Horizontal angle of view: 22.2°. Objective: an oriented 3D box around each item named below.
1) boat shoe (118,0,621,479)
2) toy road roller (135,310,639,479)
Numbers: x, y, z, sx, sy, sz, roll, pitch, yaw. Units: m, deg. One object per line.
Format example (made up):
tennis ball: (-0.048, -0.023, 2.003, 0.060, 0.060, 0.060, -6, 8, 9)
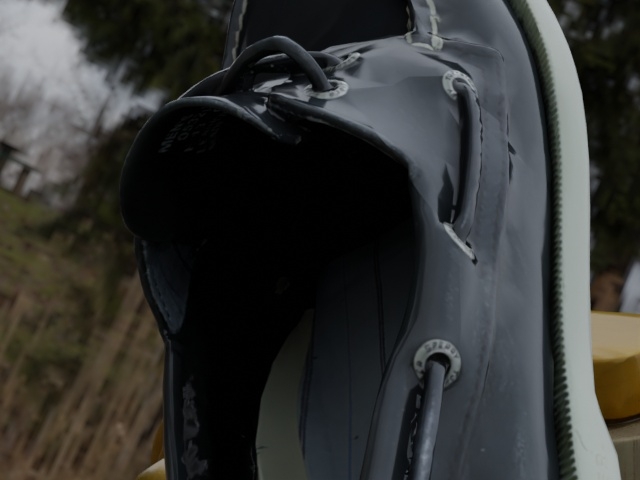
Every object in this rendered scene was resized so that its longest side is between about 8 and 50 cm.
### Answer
boat shoe: (-0.003, 0.002, 0.461, 0.113, 0.340, 0.127, 25, -43, -34)
toy road roller: (0.044, 0.163, 0.923, 0.329, 0.202, 0.240, 2, 17, 33)
